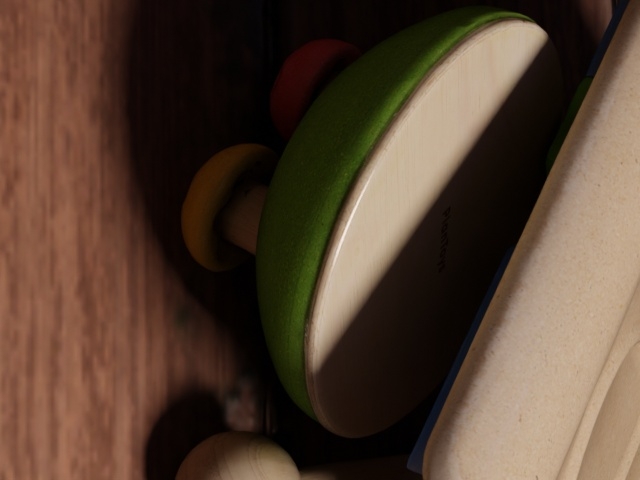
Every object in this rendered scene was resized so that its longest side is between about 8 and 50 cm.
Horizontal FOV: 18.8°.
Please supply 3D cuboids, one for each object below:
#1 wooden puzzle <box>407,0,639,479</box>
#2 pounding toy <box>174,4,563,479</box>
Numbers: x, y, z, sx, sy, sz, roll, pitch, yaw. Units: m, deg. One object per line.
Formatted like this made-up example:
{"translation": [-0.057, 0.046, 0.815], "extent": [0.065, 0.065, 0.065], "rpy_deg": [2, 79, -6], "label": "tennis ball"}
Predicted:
{"translation": [0.129, 0.057, 0.877], "extent": [0.322, 0.080, 0.348], "rpy_deg": [-63, 153, -25], "label": "wooden puzzle"}
{"translation": [0.000, 0.000, 0.802], "extent": [0.183, 0.110, 0.237], "rpy_deg": [-14, 127, -58], "label": "pounding toy"}
